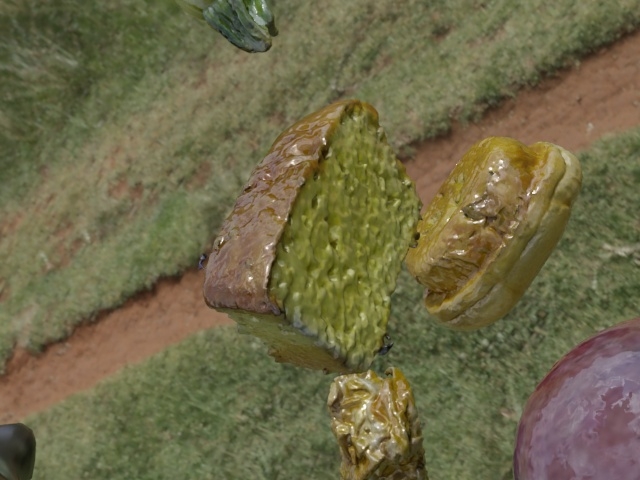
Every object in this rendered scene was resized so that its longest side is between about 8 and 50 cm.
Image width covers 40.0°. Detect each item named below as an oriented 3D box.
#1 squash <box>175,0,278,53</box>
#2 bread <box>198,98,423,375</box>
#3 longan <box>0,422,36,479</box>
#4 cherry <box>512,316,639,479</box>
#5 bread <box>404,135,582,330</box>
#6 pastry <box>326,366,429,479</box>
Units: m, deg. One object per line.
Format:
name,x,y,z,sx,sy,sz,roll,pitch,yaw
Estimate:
squash,-0.074,-0.208,0.563,0.094,0.094,0.224,-32,66,28
bread,0.000,0.000,0.490,0.065,0.103,0.187,-16,35,28
longan,-0.345,0.218,0.636,0.300,0.300,0.243,45,135,51
cherry,0.264,0.159,0.646,0.236,0.213,0.285,11,31,21
bread,0.186,-0.012,0.971,0.236,0.120,0.198,-58,8,0
pastry,0.068,0.249,1.008,0.102,0.250,0.154,-15,45,-6
